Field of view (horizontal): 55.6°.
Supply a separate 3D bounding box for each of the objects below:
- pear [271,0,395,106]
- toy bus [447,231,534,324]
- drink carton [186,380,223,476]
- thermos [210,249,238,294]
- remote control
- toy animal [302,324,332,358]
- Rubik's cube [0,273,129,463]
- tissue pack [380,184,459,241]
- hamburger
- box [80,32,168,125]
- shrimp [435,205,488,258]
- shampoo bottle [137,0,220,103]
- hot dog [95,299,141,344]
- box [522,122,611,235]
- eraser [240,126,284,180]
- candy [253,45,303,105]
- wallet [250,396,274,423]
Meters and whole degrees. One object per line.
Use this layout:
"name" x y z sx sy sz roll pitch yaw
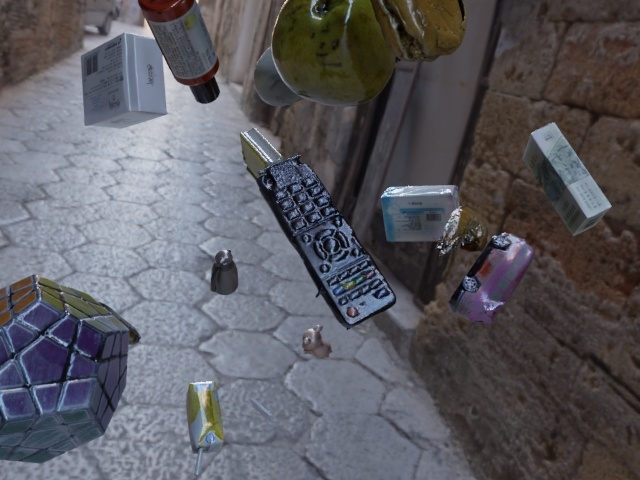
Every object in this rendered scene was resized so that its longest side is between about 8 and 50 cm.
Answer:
"pear" 0.037 -0.478 1.443 0.304 0.303 0.304 12 16 -4
"toy bus" 0.516 0.115 1.825 0.147 0.127 0.302 31 65 20
"drink carton" -0.258 0.422 1.362 0.075 0.084 0.199 0 55 -24
"thermos" -0.368 0.125 2.278 0.105 0.193 0.137 27 56 11
"remote control" 0.000 0.000 1.280 0.145 0.062 0.398 -26 70 -15
"toy animal" -0.011 0.357 2.104 0.150 0.089 0.083 49 30 -37
"Rubik's cube" -0.487 0.220 1.046 0.319 0.318 0.264 21 20 24
"tissue pack" 0.371 -0.100 2.234 0.271 0.201 0.124 1 32 24
"hamburger" 0.194 -0.449 1.190 0.214 0.213 0.108 0 -13 -39
"box" -0.540 -0.426 1.657 0.116 0.203 0.274 -5 2 -44
"shrimp" 0.449 -0.005 1.911 0.152 0.063 0.287 46 48 -5
"shampoo bottle" -0.273 -0.394 1.244 0.104 0.104 0.278 19 -25 19
"hot dog" -0.634 0.245 1.782 0.163 0.081 0.270 20 -21 19
"box" 0.619 -0.153 1.546 0.256 0.069 0.164 64 3 19
"eraser" -0.180 -0.241 1.940 0.069 0.158 0.226 -21 42 -18
"candy" -0.116 -0.621 2.225 0.296 0.295 0.185 -5 54 -47
"wallet" -0.154 0.447 1.600 0.011 0.044 0.083 -38 51 -27
